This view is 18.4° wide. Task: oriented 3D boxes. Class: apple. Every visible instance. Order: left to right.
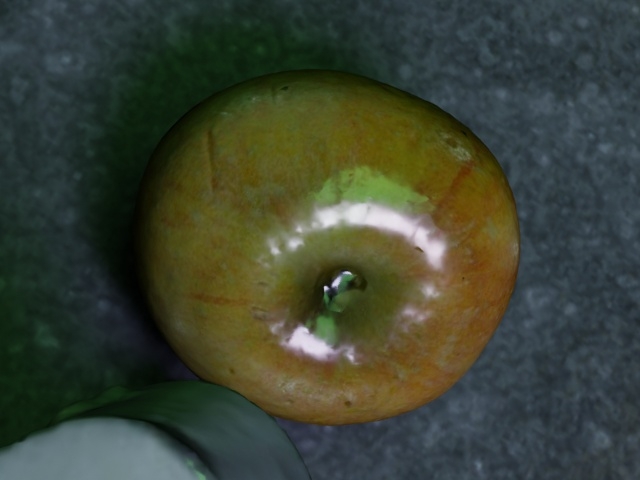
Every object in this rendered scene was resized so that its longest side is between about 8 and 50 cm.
[{"bbox_3d":[0.000,0.000,0.947,0.182,0.155,0.182,-1,108,-4],"label":"apple"}]

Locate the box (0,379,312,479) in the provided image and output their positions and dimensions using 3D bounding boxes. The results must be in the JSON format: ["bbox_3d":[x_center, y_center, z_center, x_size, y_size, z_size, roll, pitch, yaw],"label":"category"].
[{"bbox_3d":[-0.122,0.292,0.721,0.396,0.396,0.111,66,19,6],"label":"box"}]
